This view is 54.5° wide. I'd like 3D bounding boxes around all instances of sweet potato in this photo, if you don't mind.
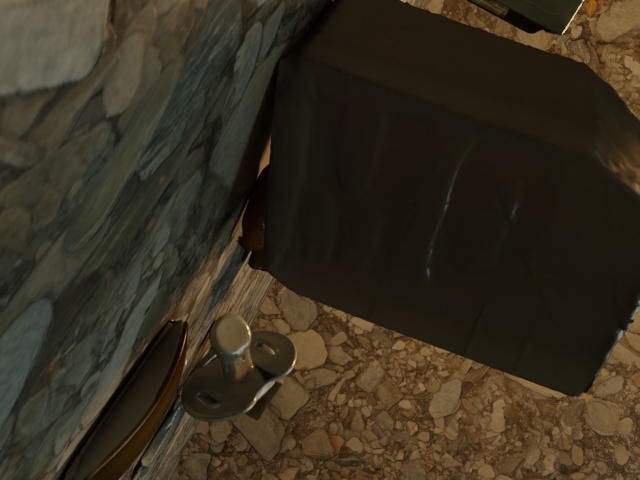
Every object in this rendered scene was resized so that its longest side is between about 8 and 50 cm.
[{"bbox_3d":[-0.076,-0.054,0.887,0.058,0.055,0.202,-20,148,-41],"label":"sweet potato"}]

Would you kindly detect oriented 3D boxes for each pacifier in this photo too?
[{"bbox_3d":[-0.194,0.252,1.343,0.279,0.227,0.207,-39,132,-35],"label":"pacifier"}]

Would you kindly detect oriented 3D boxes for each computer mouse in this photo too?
[{"bbox_3d":[-0.214,0.202,0.732,0.126,0.056,0.245,-62,-178,45],"label":"computer mouse"}]

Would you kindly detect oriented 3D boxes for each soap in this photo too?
[{"bbox_3d":[0.163,-0.051,0.742,0.213,0.435,0.350,-57,165,-52],"label":"soap"}]

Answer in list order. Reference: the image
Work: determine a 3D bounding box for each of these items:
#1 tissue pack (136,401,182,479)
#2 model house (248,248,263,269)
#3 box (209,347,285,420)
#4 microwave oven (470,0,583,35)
[{"bbox_3d":[-0.350,0.439,1.365,0.193,0.026,0.122,-62,180,-40],"label":"tissue pack"},{"bbox_3d":[-0.001,0.002,1.209,0.173,0.239,0.268,-63,179,-35],"label":"model house"},{"bbox_3d":[-0.220,0.384,1.704,0.051,0.205,0.365,-62,179,-33],"label":"box"},{"bbox_3d":[0.392,-0.617,1.271,0.286,0.355,0.218,-63,180,23],"label":"microwave oven"}]
